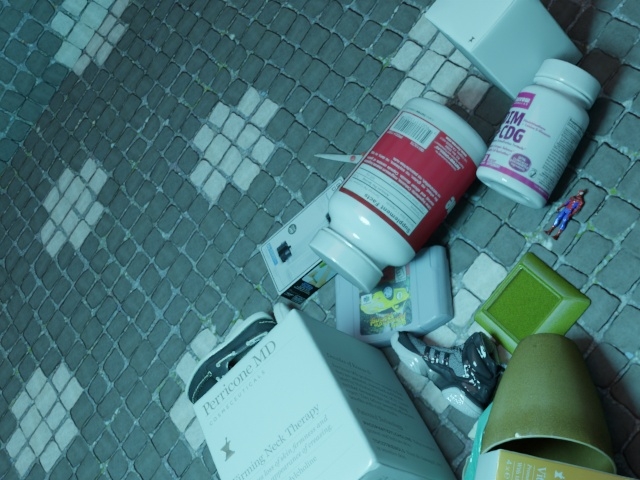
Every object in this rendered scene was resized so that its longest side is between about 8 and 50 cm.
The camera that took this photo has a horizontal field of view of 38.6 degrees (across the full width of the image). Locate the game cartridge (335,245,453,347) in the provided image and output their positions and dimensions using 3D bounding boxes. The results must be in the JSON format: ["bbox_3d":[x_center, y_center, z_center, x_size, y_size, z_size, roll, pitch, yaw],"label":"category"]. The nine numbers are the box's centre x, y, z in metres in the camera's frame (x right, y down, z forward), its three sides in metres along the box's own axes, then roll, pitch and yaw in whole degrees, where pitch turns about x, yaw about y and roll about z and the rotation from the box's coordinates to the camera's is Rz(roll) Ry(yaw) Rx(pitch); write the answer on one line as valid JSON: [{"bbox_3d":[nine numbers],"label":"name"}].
[{"bbox_3d":[0.158,0.139,2.067,0.294,0.060,0.196,-19,63,32],"label":"game cartridge"}]

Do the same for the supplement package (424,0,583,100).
[{"bbox_3d":[0.399,-0.442,1.970,0.175,0.293,0.177,-48,49,12],"label":"supplement package"}]

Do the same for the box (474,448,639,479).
[{"bbox_3d":[0.423,0.486,1.487,0.345,0.168,0.215,12,73,1],"label":"box"}]

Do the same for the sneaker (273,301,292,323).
[{"bbox_3d":[-0.035,0.219,2.181,0.094,0.080,0.212,-37,57,6],"label":"sneaker"}]

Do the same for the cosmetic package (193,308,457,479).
[{"bbox_3d":[0.008,0.423,1.870,0.329,0.327,0.394,-45,48,15],"label":"cosmetic package"}]

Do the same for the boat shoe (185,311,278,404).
[{"bbox_3d":[-0.215,0.308,2.251,0.303,0.114,0.091,-50,42,10],"label":"boat shoe"}]

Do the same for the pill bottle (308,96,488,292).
[{"bbox_3d":[0.165,-0.094,2.004,0.408,0.229,0.229,-51,47,-5],"label":"pill bottle"}]

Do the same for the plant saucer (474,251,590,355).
[{"bbox_3d":[0.418,0.136,1.858,0.188,0.045,0.188,-52,47,8],"label":"plant saucer"}]

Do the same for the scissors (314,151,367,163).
[{"bbox_3d":[0.095,-0.196,2.291,0.297,0.021,0.109,-7,68,36],"label":"scissors"}]

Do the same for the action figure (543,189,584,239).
[{"bbox_3d":[0.508,-0.057,1.886,0.115,0.030,0.038,-53,42,4],"label":"action figure"}]

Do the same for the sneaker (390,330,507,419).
[{"bbox_3d":[0.274,0.237,1.896,0.268,0.101,0.153,40,97,37],"label":"sneaker"}]

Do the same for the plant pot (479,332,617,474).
[{"bbox_3d":[0.419,0.307,1.680,0.237,0.237,0.254,-18,42,33],"label":"plant pot"}]

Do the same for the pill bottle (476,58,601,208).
[{"bbox_3d":[0.460,-0.224,1.911,0.160,0.160,0.283,27,88,43],"label":"pill bottle"}]

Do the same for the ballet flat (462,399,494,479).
[{"bbox_3d":[0.320,0.413,1.790,0.087,0.083,0.248,-4,65,53],"label":"ballet flat"}]

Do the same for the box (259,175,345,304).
[{"bbox_3d":[0.000,0.000,2.234,0.290,0.087,0.169,-39,51,19],"label":"box"}]
